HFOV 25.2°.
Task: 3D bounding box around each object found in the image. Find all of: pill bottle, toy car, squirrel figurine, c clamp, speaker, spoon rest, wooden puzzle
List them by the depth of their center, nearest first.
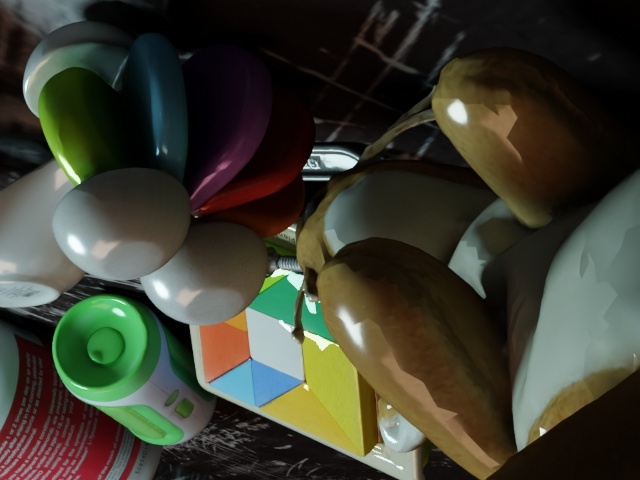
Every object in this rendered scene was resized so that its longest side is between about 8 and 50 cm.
[{"bbox_3d":[0.170,0.065,0.739,0.397,0.281,0.370,25,168,-24],"label":"squirrel figurine"},{"bbox_3d":[-0.075,-0.053,0.818,0.136,0.159,0.182,-31,144,19],"label":"toy car"},{"bbox_3d":[0.000,0.000,0.953,0.160,0.137,0.022,10,-152,36],"label":"c clamp"},{"bbox_3d":[-0.023,0.072,1.069,0.221,0.044,0.239,20,136,31],"label":"wooden puzzle"},{"bbox_3d":[-0.197,-0.012,1.074,0.137,0.084,0.276,12,158,-41],"label":"spoon rest"},{"bbox_3d":[-0.206,0.153,1.638,0.131,0.131,0.296,11,164,14],"label":"speaker"},{"bbox_3d":[-0.423,0.231,1.914,0.229,0.229,0.407,1,159,41],"label":"pill bottle"}]

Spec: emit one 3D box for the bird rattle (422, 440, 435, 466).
[{"bbox_3d":[0.010,0.105,1.286,0.253,0.143,0.207,26,178,-24],"label":"bird rattle"}]
